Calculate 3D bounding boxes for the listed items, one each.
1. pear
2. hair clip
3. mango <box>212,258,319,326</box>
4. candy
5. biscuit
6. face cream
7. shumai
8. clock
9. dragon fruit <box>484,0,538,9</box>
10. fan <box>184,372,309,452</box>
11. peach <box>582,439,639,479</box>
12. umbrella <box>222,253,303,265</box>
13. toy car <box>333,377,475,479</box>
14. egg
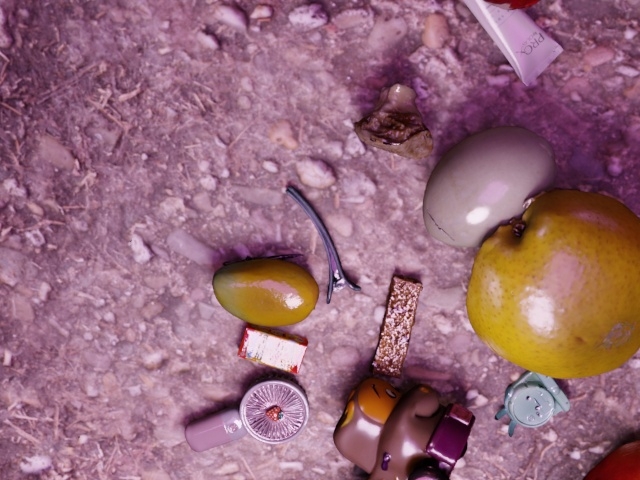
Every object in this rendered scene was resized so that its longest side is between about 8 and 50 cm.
[{"bbox_3d":[0.437,0.111,1.505,0.340,0.191,0.386,-41,129,11],"label":"pear"},{"bbox_3d":[0.000,0.000,1.636,0.070,0.039,0.229,-23,97,4],"label":"hair clip"},{"bbox_3d":[-0.100,0.092,1.619,0.195,0.092,0.130,15,114,-9],"label":"mango"},{"bbox_3d":[-0.088,0.201,1.674,0.122,0.038,0.062,17,102,-5],"label":"candy"},{"bbox_3d":[0.142,0.162,1.671,0.064,0.034,0.199,12,103,-3],"label":"biscuit"},{"bbox_3d":[0.311,-0.383,1.542,0.092,0.058,0.244,-45,106,3],"label":"face cream"},{"bbox_3d":[0.132,-0.208,1.542,0.146,0.145,0.116,19,95,-5],"label":"shumai"},{"bbox_3d":[0.398,0.313,1.705,0.135,0.041,0.101,-39,100,7],"label":"clock"},{"bbox_3d":[0.333,-0.459,1.446,0.262,0.163,0.189,14,120,-29],"label":"dragon fruit"},{"bbox_3d":[-0.138,0.336,1.687,0.244,0.074,0.130,-22,103,5],"label":"fan"},{"bbox_3d":[0.608,0.541,1.587,0.389,0.388,0.388,0,103,-1],"label":"peach"},{"bbox_3d":[-0.105,0.036,1.649,0.149,0.022,0.022,-4,66,-8],"label":"umbrella"},{"bbox_3d":[0.126,0.416,1.632,0.240,0.271,0.340,25,102,12],"label":"toy car"},{"bbox_3d":[0.287,-0.090,1.537,0.253,0.186,0.186,-38,101,9],"label":"egg"}]
